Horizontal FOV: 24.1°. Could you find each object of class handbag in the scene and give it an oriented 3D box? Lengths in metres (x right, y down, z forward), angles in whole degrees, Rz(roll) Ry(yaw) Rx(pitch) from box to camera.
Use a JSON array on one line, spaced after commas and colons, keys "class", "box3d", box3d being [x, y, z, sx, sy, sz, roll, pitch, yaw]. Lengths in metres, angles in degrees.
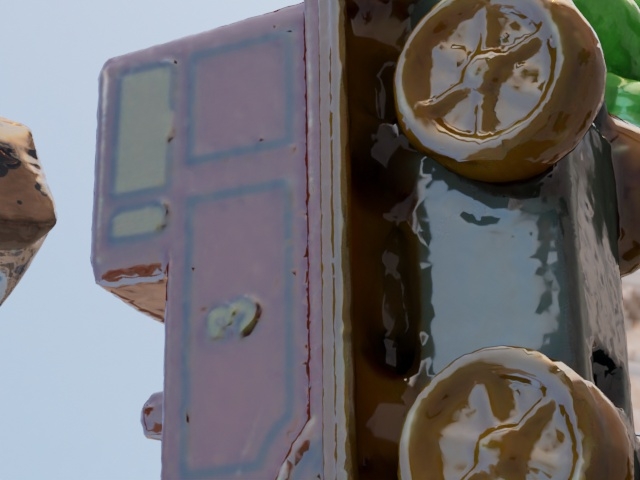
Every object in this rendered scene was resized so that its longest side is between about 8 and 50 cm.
[{"class": "handbag", "box3d": [-0.429, -0.027, 1.576, 0.251, 0.190, 0.193, 5, -46, -35]}]

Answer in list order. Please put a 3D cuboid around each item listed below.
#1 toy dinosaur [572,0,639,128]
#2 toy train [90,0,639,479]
[{"class": "toy dinosaur", "box3d": [0.089, -0.078, 0.919, 0.500, 0.374, 0.144, 87, -162, -54]}, {"class": "toy train", "box3d": [0.024, 0.025, 0.607, 0.163, 0.231, 0.369, 35, -131, -56]}]
